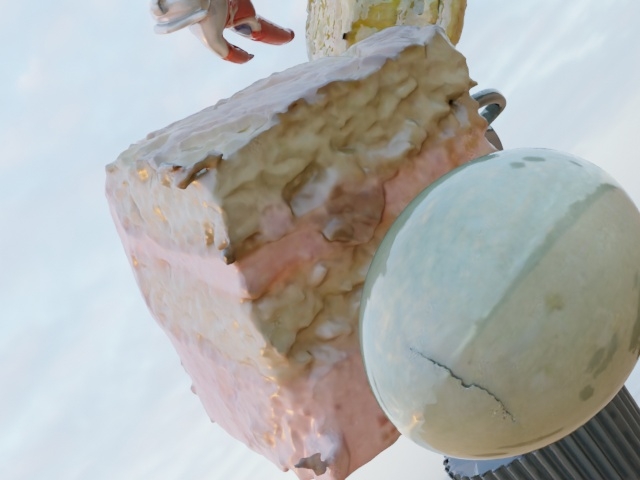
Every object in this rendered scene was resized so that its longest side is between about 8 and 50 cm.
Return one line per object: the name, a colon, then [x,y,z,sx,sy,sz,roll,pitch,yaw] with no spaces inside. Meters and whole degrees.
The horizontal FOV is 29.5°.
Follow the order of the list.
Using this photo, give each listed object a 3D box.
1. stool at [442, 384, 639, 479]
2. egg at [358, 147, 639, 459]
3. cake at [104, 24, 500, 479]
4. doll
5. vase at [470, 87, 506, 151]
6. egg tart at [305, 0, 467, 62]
stool: [0.400,0.372,1.834,0.297,0.330,0.297,-38,10,8]
egg: [0.126,0.041,0.818,0.253,0.186,0.186,-48,-10,-35]
cake: [0.000,0.000,1.113,0.314,0.306,0.293,-29,18,-23]
doll: [-0.156,-0.369,1.910,0.099,0.188,0.384,-13,4,24]
vase: [0.161,-0.123,1.754,0.251,0.156,0.301,-50,-18,20]
egg tart: [0.065,-0.271,1.463,0.132,0.341,0.341,5,-36,-17]
